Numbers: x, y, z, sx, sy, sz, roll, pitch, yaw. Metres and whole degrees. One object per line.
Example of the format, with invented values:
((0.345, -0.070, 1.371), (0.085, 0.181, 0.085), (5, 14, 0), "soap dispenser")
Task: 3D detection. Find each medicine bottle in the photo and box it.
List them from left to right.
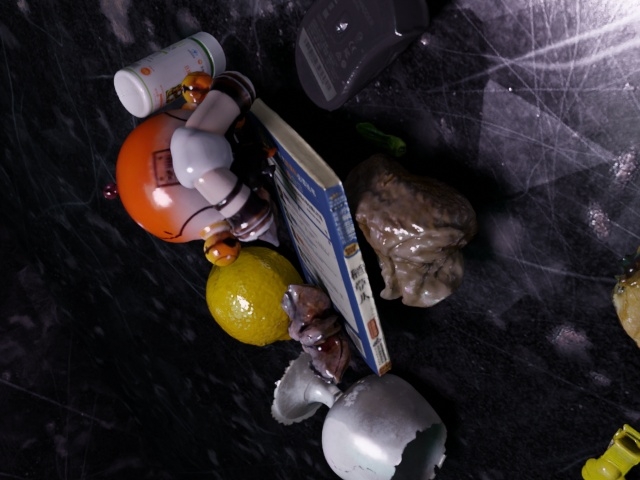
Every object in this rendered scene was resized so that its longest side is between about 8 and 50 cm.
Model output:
((-0.256, -0.287, 1.226), (0.086, 0.183, 0.086), (30, 141, 28), "medicine bottle")

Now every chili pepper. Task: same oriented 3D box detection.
((0.096, -0.156, 1.099), (0.091, 0.034, 0.030), (34, 109, 23), "chili pepper")

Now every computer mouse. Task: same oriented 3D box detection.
((0.059, -0.289, 0.963), (0.264, 0.088, 0.147), (-37, 76, 56), "computer mouse")

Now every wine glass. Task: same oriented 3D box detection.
((0.078, 0.357, 1.420), (0.323, 0.238, 0.238), (31, 142, 39), "wine glass")

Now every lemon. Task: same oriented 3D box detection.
((-0.130, 0.110, 1.447), (0.231, 0.192, 0.192), (49, 145, 8), "lemon")

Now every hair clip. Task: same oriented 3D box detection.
((0.471, 0.364, 1.143), (0.072, 0.046, 0.173), (38, 145, 23), "hair clip")

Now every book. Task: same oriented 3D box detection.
((0.000, 0.000, 1.191), (0.300, 0.039, 0.427), (51, 164, 46), "book")

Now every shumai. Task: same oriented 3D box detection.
((0.114, -0.005, 1.050), (0.218, 0.184, 0.185), (32, 113, 29), "shumai")

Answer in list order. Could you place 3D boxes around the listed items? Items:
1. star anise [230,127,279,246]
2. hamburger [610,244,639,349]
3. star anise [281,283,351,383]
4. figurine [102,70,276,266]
((-0.171, -0.119, 1.358), (0.315, 0.108, 0.315), (26, 135, 28), "star anise")
((0.474, 0.115, 0.789), (0.308, 0.132, 0.211), (56, 163, 1), "hamburger")
((-0.010, 0.166, 1.291), (0.229, 0.093, 0.236), (65, 168, -13), "star anise")
((-0.214, -0.111, 1.152), (0.323, 0.196, 0.319), (-15, 82, 54), "figurine")
